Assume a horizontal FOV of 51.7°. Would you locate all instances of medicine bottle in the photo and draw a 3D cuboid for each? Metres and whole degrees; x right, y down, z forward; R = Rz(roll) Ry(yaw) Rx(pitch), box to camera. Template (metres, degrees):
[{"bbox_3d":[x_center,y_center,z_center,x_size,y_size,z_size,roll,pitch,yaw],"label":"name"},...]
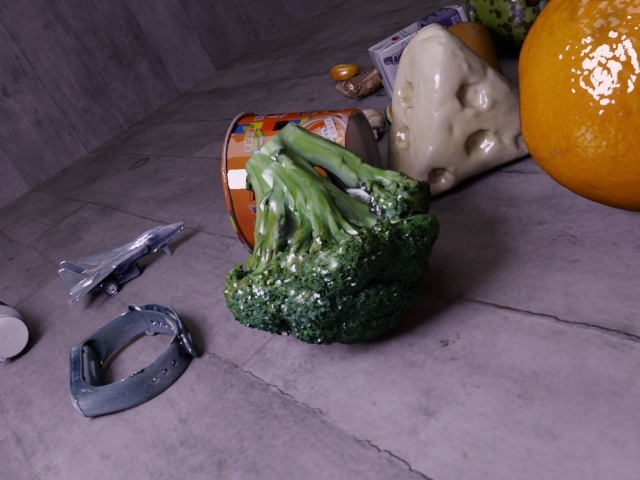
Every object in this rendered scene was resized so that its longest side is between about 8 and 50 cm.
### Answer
[{"bbox_3d":[-0.650,0.176,1.313,0.107,0.107,0.191,-43,29,-29],"label":"medicine bottle"}]

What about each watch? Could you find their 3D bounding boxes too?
[{"bbox_3d":[-0.288,0.172,1.010,0.192,0.068,0.206,-27,28,-6],"label":"watch"}]

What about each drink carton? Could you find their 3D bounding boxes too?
[{"bbox_3d":[0.240,-0.432,1.534,0.222,0.134,0.102,-29,26,-1],"label":"drink carton"}]

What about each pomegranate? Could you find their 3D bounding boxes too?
[{"bbox_3d":[0.427,-0.546,1.425,0.254,0.270,0.255,-14,61,27],"label":"pomegranate"}]

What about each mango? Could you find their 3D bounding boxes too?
[{"bbox_3d":[0.071,-0.490,1.913,0.089,0.046,0.060,-10,30,25],"label":"mango"}]

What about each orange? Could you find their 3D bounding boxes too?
[{"bbox_3d":[0.377,-0.183,0.744,0.311,0.312,0.312,-22,26,11],"label":"orange"}]

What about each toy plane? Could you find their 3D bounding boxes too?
[{"bbox_3d":[-0.392,0.040,1.350,0.267,0.088,0.212,-23,26,-9],"label":"toy plane"}]

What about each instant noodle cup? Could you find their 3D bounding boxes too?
[{"bbox_3d":[-0.015,-0.098,1.065,0.192,0.251,0.250,-6,32,21],"label":"instant noodle cup"}]

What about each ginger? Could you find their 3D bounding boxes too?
[{"bbox_3d":[0.179,-0.422,1.663,0.290,0.084,0.122,-22,47,5],"label":"ginger"}]

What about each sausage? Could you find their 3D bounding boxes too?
[{"bbox_3d":[0.282,-0.344,1.297,0.134,0.116,0.354,-28,34,23],"label":"sausage"}]

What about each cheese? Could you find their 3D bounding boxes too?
[{"bbox_3d":[0.191,-0.202,1.039,0.251,0.248,0.174,-32,23,7],"label":"cheese"}]

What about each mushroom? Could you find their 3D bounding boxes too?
[{"bbox_3d":[0.099,-0.238,1.391,0.083,0.068,0.083,-23,-11,-4],"label":"mushroom"}]

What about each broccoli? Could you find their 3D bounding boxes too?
[{"bbox_3d":[0.000,0.000,0.828,0.307,0.275,0.308,-38,1,1],"label":"broccoli"}]

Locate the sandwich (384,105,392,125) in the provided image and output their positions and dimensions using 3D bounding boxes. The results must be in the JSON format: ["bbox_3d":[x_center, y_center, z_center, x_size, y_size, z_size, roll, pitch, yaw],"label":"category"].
[{"bbox_3d":[0.180,-0.253,1.354,0.101,0.026,0.070,-10,63,28],"label":"sandwich"}]
